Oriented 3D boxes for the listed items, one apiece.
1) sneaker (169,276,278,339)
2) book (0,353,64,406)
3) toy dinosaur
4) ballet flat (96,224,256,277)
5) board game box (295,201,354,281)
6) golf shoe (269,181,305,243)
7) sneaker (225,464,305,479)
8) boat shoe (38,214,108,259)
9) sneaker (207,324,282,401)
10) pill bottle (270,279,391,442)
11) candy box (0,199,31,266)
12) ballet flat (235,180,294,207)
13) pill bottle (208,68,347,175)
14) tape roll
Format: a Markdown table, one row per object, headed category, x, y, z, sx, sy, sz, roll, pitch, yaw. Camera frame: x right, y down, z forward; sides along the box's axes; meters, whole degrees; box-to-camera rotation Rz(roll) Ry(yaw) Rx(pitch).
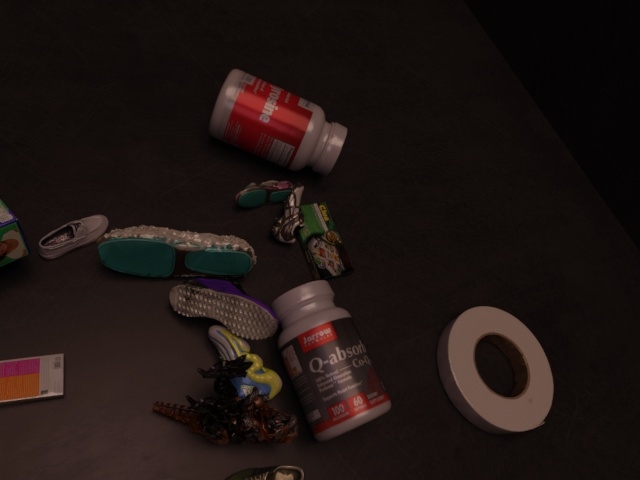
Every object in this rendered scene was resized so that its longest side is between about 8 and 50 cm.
| category | x | y | z | sx | sy | sz | roll | pitch | yaw |
| --- | --- | --- | --- | --- | --- | --- | --- | --- | --- |
| sneaker | -0.225 | 0.153 | 1.240 | 0.293 | 0.102 | 0.146 | 17 | 20 | 16 |
| book | -0.644 | 0.304 | 1.057 | 0.144 | 0.035 | 0.096 | -1 | 59 | -25 |
| toy dinosaur | -0.216 | 0.402 | 1.095 | 0.322 | 0.218 | 0.164 | -9 | 39 | -13 |
| ballet flat | -0.379 | 0.027 | 1.300 | 0.409 | 0.147 | 0.147 | 8 | 58 | -23 |
| board game box | 0.000 | 0.000 | 1.525 | 0.136 | 0.030 | 0.260 | -11 | 66 | -26 |
| golf shoe | -0.081 | -0.081 | 1.486 | 0.094 | 0.077 | 0.198 | 24 | 79 | -2 |
| sneaker | -0.125 | 0.549 | 1.105 | 0.192 | 0.086 | 0.064 | 2 | 61 | -23 |
| boat shoe | -0.631 | -0.021 | 1.235 | 0.184 | 0.063 | 0.066 | -30 | 76 | -34 |
| sneaker | -0.213 | 0.323 | 1.200 | 0.240 | 0.091 | 0.126 | 40 | 58 | 5 |
| pill bottle | 0.014 | 0.301 | 1.238 | 0.210 | 0.210 | 0.363 | -14 | 68 | -30 |
| candy box | -0.858 | -0.007 | 1.042 | 0.268 | 0.122 | 0.317 | 35 | 50 | 27 |
| ballet flat | -0.178 | -0.153 | 1.518 | 0.221 | 0.077 | 0.079 | -11 | 48 | -34 |
| pill bottle | -0.132 | -0.366 | 1.560 | 0.407 | 0.229 | 0.229 | 21 | 55 | -11 |
| tape roll | 0.545 | 0.397 | 1.501 | 0.392 | 0.072 | 0.392 | 11 | 58 | -18 |
